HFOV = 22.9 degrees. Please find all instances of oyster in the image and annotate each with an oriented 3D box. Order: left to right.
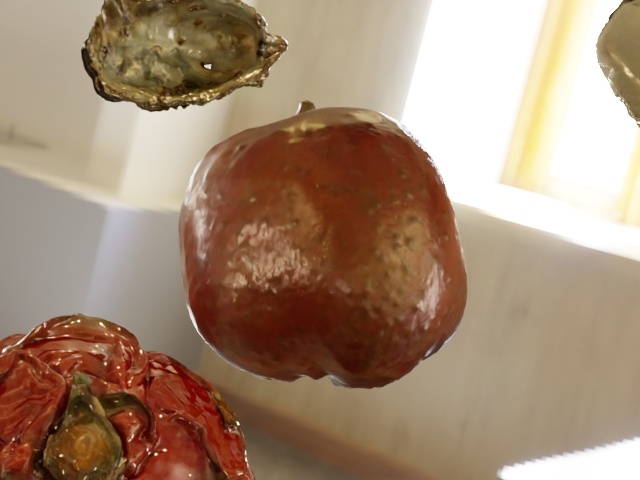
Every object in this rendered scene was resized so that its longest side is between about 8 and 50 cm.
[{"bbox_3d":[-0.076,-0.104,0.912,0.132,0.086,0.029,17,-19,-30],"label":"oyster"}]

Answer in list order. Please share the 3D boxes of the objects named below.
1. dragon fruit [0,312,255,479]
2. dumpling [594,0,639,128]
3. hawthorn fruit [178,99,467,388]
[{"bbox_3d":[-0.176,0.202,1.164,0.277,0.277,0.342,16,-32,9],"label":"dragon fruit"},{"bbox_3d":[0.452,-0.148,1.468,0.341,0.181,0.260,18,40,-18],"label":"dumpling"},{"bbox_3d":[0.000,0.000,1.462,0.275,0.299,0.275,-5,-22,-2],"label":"hawthorn fruit"}]
